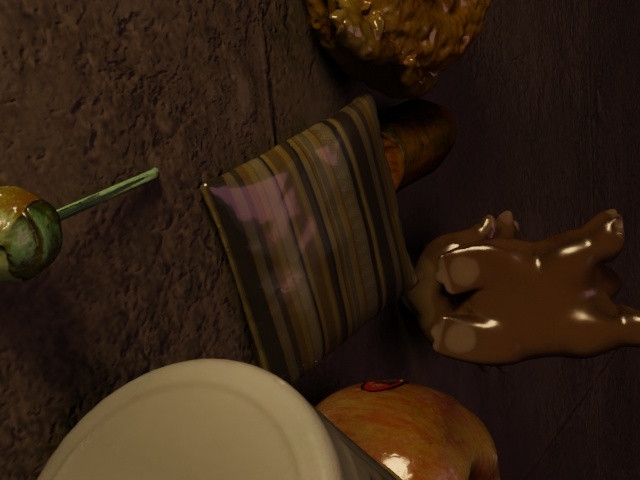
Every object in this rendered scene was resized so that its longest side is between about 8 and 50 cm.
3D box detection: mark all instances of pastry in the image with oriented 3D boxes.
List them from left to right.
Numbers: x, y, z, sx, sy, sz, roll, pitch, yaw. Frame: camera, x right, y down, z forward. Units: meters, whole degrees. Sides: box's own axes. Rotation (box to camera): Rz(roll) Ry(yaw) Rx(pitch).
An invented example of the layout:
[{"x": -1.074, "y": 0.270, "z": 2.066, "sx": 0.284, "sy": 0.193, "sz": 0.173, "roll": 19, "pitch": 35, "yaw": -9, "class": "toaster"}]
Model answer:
[{"x": 0.068, "y": -0.257, "z": 0.948, "sx": 0.240, "sy": 0.132, "sz": 0.235, "roll": 19, "pitch": 85, "yaw": -52, "class": "pastry"}]

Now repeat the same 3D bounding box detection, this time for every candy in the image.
[{"x": -0.155, "y": -0.023, "z": 0.653, "sx": 0.202, "sy": 0.061, "sz": 0.061, "roll": -36, "pitch": 124, "yaw": -63, "class": "candy"}]

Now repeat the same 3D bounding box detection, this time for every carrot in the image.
[{"x": 0.081, "y": -0.094, "z": 1.014, "sx": 0.173, "sy": 0.082, "sz": 0.082, "roll": -39, "pitch": 126, "yaw": -56, "class": "carrot"}]

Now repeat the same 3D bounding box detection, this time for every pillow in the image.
[{"x": 0.000, "y": 0.000, "z": 0.894, "sx": 0.212, "sy": 0.052, "sz": 0.208, "roll": -34, "pitch": 119, "yaw": -35, "class": "pillow"}]

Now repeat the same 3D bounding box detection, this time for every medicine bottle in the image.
[{"x": -0.047, "y": 0.230, "z": 0.672, "sx": 0.232, "sy": 0.238, "sz": 0.238, "roll": 49, "pitch": 52, "yaw": -49, "class": "medicine bottle"}]

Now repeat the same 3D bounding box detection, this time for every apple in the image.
[{"x": 0.067, "y": 0.234, "z": 0.920, "sx": 0.211, "sy": 0.188, "sz": 0.211, "roll": 2, "pitch": 87, "yaw": -60, "class": "apple"}]

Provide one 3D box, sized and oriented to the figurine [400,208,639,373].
[{"x": 0.215, "y": 0.054, "z": 1.100, "sx": 0.173, "sy": 0.247, "sz": 0.177, "roll": -28, "pitch": 99, "yaw": -80, "class": "figurine"}]
